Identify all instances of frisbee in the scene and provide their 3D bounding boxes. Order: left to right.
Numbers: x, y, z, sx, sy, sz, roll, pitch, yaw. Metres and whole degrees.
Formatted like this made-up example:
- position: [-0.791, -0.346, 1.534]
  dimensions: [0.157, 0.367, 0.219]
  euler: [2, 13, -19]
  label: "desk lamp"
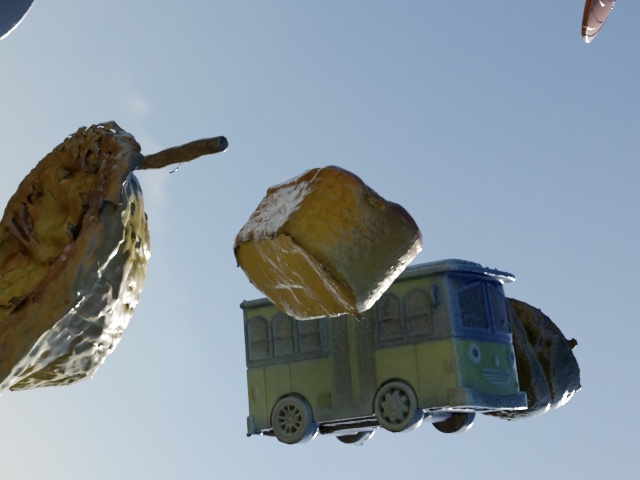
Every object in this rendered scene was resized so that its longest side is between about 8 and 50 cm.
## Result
- position: [0.429, -0.385, 2.333]
  dimensions: [0.192, 0.035, 0.192]
  euler: [17, 90, -77]
  label: "frisbee"

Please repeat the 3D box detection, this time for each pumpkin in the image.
- position: [0.228, 0.141, 2.178]
  dimensions: [0.278, 0.111, 0.163]
  euler: [43, -41, 11]
  label: "pumpkin"

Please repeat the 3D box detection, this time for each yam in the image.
- position: [-0.196, -0.106, 2.030]
  dimensions: [0.234, 0.027, 0.029]
  euler: [-9, -48, 50]
  label: "yam"

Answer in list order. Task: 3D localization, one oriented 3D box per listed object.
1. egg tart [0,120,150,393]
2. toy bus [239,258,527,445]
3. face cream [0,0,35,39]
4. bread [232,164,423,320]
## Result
- position: [-0.185, 0.025, 1.120]
  dimensions: [0.252, 0.098, 0.232]
  euler: [-28, -142, 49]
  label: "egg tart"
- position: [0.069, 0.134, 1.812]
  dimensions: [0.312, 0.152, 0.190]
  euler: [-11, -104, 34]
  label: "toy bus"
- position: [-0.402, -0.306, 1.563]
  dimensions: [0.187, 0.201, 0.201]
  euler: [27, -41, 33]
  label: "face cream"
- position: [0.000, 0.000, 1.222]
  dimensions: [0.102, 0.094, 0.245]
  euler: [43, -13, -8]
  label: "bread"
